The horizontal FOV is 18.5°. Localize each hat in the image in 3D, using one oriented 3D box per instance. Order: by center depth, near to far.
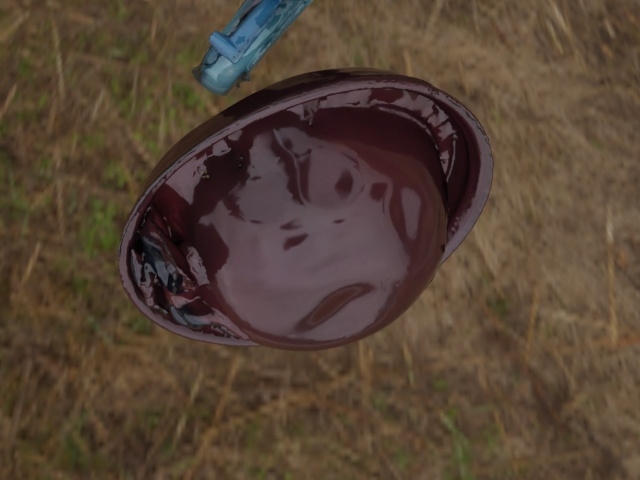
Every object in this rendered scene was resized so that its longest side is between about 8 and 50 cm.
[{"bbox_3d":[0.000,0.000,1.011,0.205,0.089,0.205,-17,143,-13],"label":"hat"}]

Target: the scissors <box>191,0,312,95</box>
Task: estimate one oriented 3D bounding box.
[{"bbox_3d":[0.057,-0.222,1.040,0.032,0.393,0.180,39,149,-4],"label":"scissors"}]
